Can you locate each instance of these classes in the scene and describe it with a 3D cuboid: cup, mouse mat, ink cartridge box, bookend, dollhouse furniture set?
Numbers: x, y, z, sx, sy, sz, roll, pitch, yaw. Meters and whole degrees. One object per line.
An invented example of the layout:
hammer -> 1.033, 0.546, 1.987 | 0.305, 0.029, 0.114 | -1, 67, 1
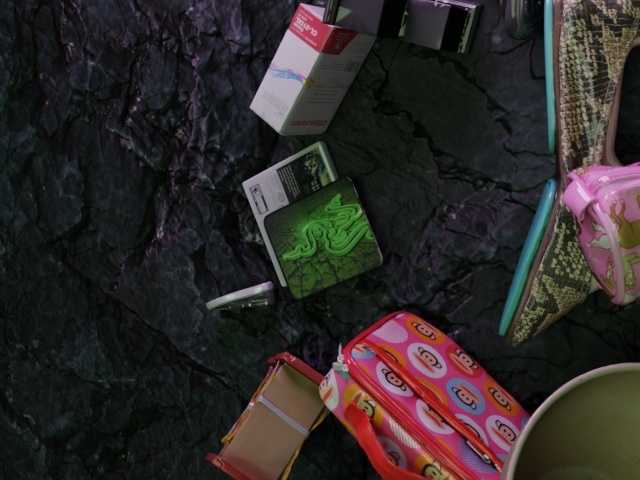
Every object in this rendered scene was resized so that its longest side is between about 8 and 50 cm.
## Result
cup -> 0.334, 0.327, 0.892 | 0.331, 0.331, 0.237 | 51, 162, 14
mouse mat -> 0.000, 0.000, 1.256 | 0.189, 0.007, 0.153 | -25, 84, 32
ink cartridge box -> -0.011, -0.249, 1.172 | 0.072, 0.127, 0.175 | 41, 117, 21
bookend -> 0.112, -0.307, 1.068 | 0.156, 0.157, 0.072 | 23, 110, 28
dollhouse furniture set -> 0.026, 0.363, 1.229 | 0.374, 0.152, 0.201 | 36, 73, -1

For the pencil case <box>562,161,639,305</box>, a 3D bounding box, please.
pencil case -> 0.455, -0.052, 0.822 | 0.385, 0.160, 0.167 | -19, 92, 9

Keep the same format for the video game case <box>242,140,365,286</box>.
video game case -> -0.028, -0.040, 1.284 | 0.173, 0.022, 0.191 | -24, 85, 33

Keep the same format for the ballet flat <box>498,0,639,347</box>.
ballet flat -> 0.341, -0.085, 0.979 | 0.181, 0.164, 0.483 | 8, 101, 14

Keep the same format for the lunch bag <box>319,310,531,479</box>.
lunch bag -> 0.143, 0.246, 1.087 | 0.293, 0.258, 0.120 | 42, 121, 17

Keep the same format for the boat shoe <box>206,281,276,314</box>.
boat shoe -> -0.138, 0.107, 1.363 | 0.142, 0.049, 0.040 | -19, 89, 31

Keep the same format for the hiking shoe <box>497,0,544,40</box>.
hiking shoe -> 0.232, -0.366, 1.037 | 0.114, 0.086, 0.227 | -9, 85, 41
